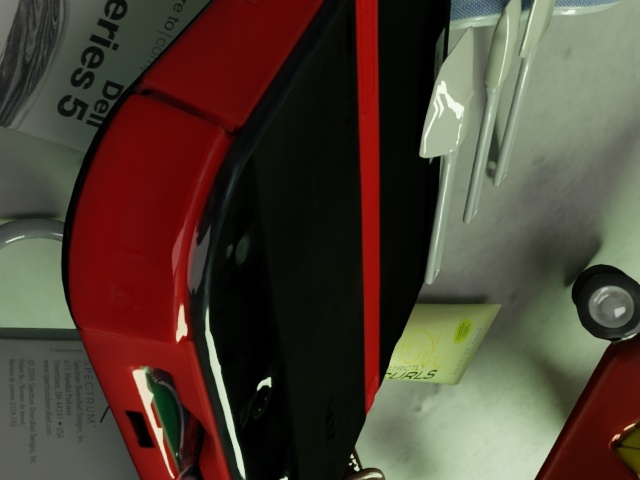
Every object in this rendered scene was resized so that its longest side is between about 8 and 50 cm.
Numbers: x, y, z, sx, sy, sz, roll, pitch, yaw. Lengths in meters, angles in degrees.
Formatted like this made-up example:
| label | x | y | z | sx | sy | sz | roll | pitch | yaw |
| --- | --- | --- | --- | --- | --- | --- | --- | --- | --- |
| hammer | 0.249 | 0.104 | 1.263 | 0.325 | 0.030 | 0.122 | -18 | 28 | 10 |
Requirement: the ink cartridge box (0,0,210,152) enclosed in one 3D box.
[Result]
| label | x | y | z | sx | sy | sz | roll | pitch | yaw |
| --- | --- | --- | --- | --- | --- | --- | --- | --- | --- |
| ink cartridge box | -0.149 | -0.167 | 0.440 | 0.273 | 0.115 | 0.198 | 16 | 111 | -39 |

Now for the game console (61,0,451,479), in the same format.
| label | x | y | z | sx | sy | sz | roll | pitch | yaw |
| --- | --- | --- | --- | --- | --- | --- | --- | --- | --- |
| game console | 0.000 | 0.000 | 0.532 | 0.386 | 0.060 | 0.342 | 86 | 24 | -49 |

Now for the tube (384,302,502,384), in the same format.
| label | x | y | z | sx | sy | sz | roll | pitch | yaw |
| --- | --- | --- | --- | --- | --- | --- | --- | --- | --- |
| tube | 0.060 | 0.085 | 0.792 | 0.240 | 0.062 | 0.070 | 8 | 157 | -41 |

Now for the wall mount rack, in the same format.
| label | x | y | z | sx | sy | sz | roll | pitch | yaw |
| --- | --- | --- | --- | --- | --- | --- | --- | --- | --- |
| wall mount rack | -0.137 | 0.169 | 0.605 | 0.304 | 0.350 | 0.130 | 5 | 154 | -32 |

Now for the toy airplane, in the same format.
| label | x | y | z | sx | sy | sz | roll | pitch | yaw |
| --- | --- | --- | --- | --- | --- | --- | --- | --- | --- |
| toy airplane | 0.291 | 0.237 | 0.848 | 0.386 | 0.272 | 0.384 | -56 | 166 | -37 |

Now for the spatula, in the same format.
| label | x | y | z | sx | sy | sz | roll | pitch | yaw |
| --- | --- | --- | --- | --- | --- | --- | --- | --- | --- |
| spatula | 0.113 | -0.079 | 0.658 | 0.168 | 0.019 | 0.242 | -52 | 160 | -30 |

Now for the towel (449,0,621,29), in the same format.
| label | x | y | z | sx | sy | sz | roll | pitch | yaw |
| --- | --- | --- | --- | --- | --- | --- | --- | --- | --- |
| towel | 0.176 | -0.247 | 0.579 | 0.209 | 0.034 | 0.285 | -13 | 149 | -26 |

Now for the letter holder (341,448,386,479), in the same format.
| label | x | y | z | sx | sy | sz | roll | pitch | yaw |
| --- | --- | --- | --- | --- | --- | --- | --- | --- | --- |
| letter holder | -0.067 | 0.295 | 0.797 | 0.302 | 0.152 | 0.214 | -28 | 130 | -12 |
